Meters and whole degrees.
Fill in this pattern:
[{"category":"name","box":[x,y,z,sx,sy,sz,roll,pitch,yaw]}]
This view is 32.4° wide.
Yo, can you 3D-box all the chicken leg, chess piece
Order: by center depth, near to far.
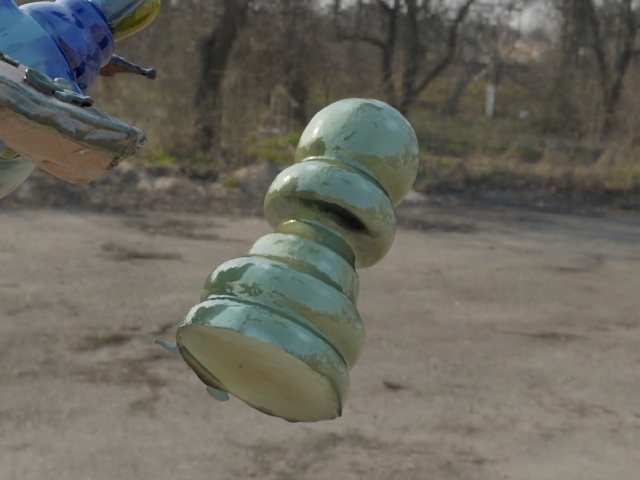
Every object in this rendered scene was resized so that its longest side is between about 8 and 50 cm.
[{"category":"chess piece","box":[0.000,0.000,1.113,0.182,0.330,0.182,20,-28,11]},{"category":"chicken leg","box":[-0.327,-0.276,1.713,0.145,0.037,0.062,21,17,21]}]

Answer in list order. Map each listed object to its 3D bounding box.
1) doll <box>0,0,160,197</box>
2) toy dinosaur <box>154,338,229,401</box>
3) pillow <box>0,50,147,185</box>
[{"category":"doll","box":[-0.338,-0.143,1.108,0.187,0.365,0.376,37,40,-24]},{"category":"toy dinosaur","box":[-0.107,0.142,1.395,0.242,0.053,0.167,21,29,-24]},{"category":"pillow","box":[-0.155,-0.073,0.585,0.126,0.043,0.232,30,2,-10]}]
